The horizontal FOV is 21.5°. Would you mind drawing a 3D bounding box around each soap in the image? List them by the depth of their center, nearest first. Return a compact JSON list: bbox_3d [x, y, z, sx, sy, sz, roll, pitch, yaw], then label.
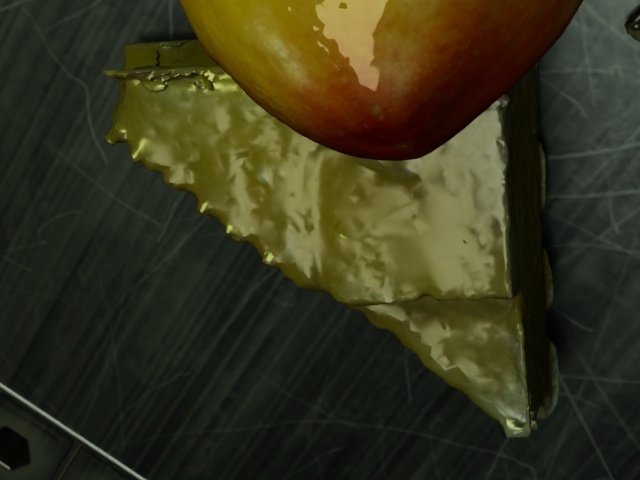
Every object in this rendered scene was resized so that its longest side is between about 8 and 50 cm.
[{"bbox_3d":[0.000,0.000,1.285,0.338,0.169,0.304,1,105,19],"label":"soap"}]

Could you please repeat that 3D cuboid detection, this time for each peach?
[{"bbox_3d":[0.042,-0.208,1.063,0.289,0.289,0.308,-4,98,20],"label":"peach"}]

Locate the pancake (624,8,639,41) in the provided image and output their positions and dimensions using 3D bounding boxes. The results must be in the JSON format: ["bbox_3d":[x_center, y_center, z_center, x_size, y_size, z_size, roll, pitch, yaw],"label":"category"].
[{"bbox_3d":[0.300,-0.090,1.225,0.184,0.020,0.190,15,118,10],"label":"pancake"}]
